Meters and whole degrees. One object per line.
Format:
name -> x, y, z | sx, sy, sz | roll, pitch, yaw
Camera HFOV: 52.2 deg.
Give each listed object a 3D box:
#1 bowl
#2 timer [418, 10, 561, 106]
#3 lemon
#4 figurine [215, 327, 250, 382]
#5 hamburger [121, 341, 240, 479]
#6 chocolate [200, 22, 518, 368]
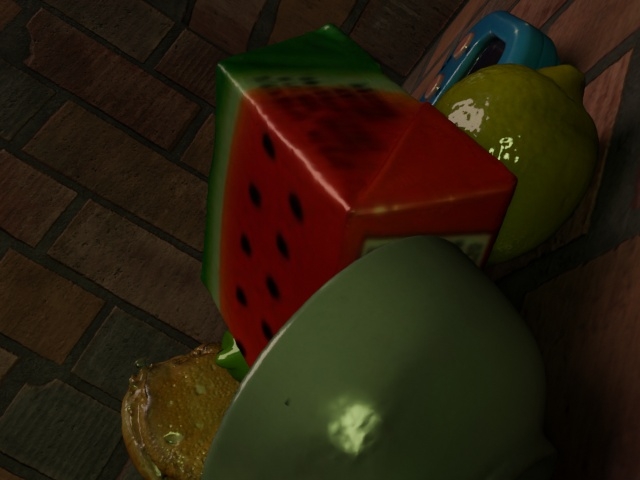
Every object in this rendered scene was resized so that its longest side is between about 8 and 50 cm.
bowl -> 0.072, 0.155, 0.469 | 0.289, 0.146, 0.289 | -31, -42, -32
timer -> 0.233, -0.192, 1.050 | 0.340, 0.115, 0.309 | -56, 14, 22
lemon -> 0.185, -0.075, 0.688 | 0.248, 0.184, 0.184 | -62, 6, 13
figurine -> -0.045, 0.167, 1.103 | 0.162, 0.263, 0.143 | 149, 108, -85
hamburger -> -0.214, 0.335, 1.211 | 0.290, 0.314, 0.170 | -17, -30, -45
chocolate -> 0.000, 0.000, 0.700 | 0.341, 0.161, 0.360 | 52, 142, 43
